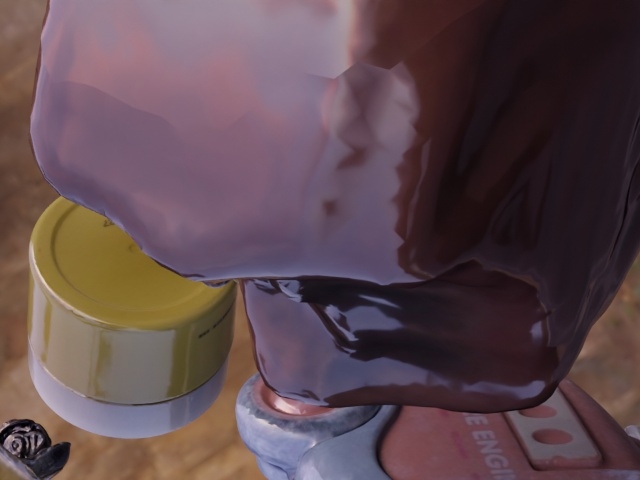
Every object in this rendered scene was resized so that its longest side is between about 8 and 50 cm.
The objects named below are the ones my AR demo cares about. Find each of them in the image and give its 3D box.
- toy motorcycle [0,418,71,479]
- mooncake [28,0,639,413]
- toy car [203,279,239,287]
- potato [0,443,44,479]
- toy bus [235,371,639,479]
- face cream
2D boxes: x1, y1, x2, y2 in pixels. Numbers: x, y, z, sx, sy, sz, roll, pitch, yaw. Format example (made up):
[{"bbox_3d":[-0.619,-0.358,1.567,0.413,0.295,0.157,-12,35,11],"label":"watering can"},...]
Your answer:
[{"bbox_3d":[-0.331,0.285,1.660,0.157,0.263,0.091,56,178,12],"label":"toy motorcycle"},{"bbox_3d":[0.040,-0.075,0.663,0.334,0.174,0.326,-56,-30,-44],"label":"mooncake"},{"bbox_3d":[0.000,0.000,1.449,0.257,0.124,0.101,24,-150,22],"label":"toy car"},{"bbox_3d":[-0.313,0.213,1.253,0.300,0.196,0.246,36,157,3],"label":"potato"},{"bbox_3d":[0.089,0.177,0.860,0.294,0.232,0.197,-116,20,-61],"label":"toy bus"},{"bbox_3d":[-0.196,0.067,1.845,0.179,0.218,0.218,100,148,-46],"label":"face cream"}]
